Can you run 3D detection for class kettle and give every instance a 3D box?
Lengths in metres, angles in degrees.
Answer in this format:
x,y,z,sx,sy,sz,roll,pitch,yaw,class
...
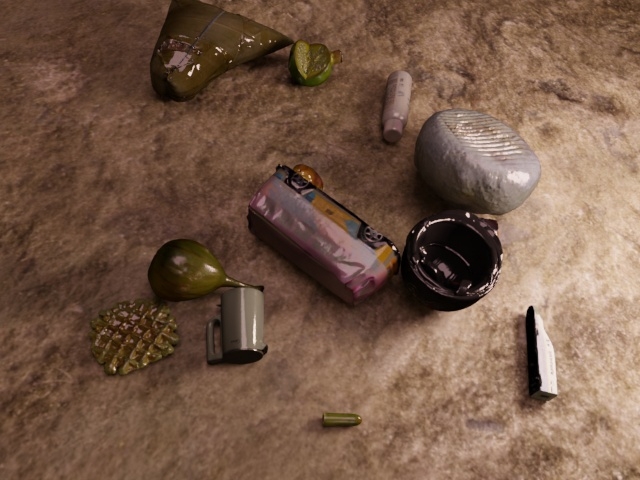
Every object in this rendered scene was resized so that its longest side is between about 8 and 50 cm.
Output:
x,y,z,sx,sy,sz,roll,pitch,yaw,class
-0.183,0.188,1.256,0.127,0.098,0.148,4,58,-15,kettle

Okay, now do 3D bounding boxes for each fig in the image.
x,y,z,sx,sy,sz,roll,pitch,yaw,class
-0.258,0.095,1.293,0.259,0.151,0.151,26,54,-10,fig

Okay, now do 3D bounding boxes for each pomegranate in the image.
x,y,z,sx,sy,sz,roll,pitch,yaw,class
-0.019,-0.545,1.779,0.169,0.122,0.143,-6,61,-14,pomegranate

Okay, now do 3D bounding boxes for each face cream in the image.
x,y,z,sx,sy,sz,roll,pitch,yaw,class
0.233,-0.410,1.761,0.082,0.082,0.269,13,55,-2,face cream

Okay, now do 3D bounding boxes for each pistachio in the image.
x,y,z,sx,sy,sz,roll,pitch,yaw,class
-0.036,-0.170,1.493,0.090,0.173,0.049,29,89,15,pistachio

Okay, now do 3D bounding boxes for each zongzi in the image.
x,y,z,sx,sy,sz,roll,pitch,yaw,class
-0.292,-0.539,1.703,0.393,0.174,0.355,14,58,-8,zongzi

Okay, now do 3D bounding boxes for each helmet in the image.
x,y,z,sx,sy,sz,roll,pitch,yaw,class
0.306,0.063,1.397,0.231,0.160,0.279,38,51,13,helmet

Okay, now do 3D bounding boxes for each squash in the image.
x,y,z,sx,sy,sz,roll,pitch,yaw,class
0.046,0.378,1.209,0.083,0.027,0.027,4,55,-9,squash

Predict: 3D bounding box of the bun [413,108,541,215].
x,y,z,sx,sy,sz,roll,pitch,yaw,class
0.414,-0.209,1.561,0.362,0.211,0.361,10,43,-9,bun

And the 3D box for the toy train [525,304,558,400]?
x,y,z,sx,sy,sz,roll,pitch,yaw,class
0.524,0.261,1.368,0.051,0.052,0.233,15,54,-4,toy train

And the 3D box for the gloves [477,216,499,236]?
x,y,z,sx,sy,sz,roll,pitch,yaw,class
0.397,-0.023,1.515,0.144,0.094,0.110,16,43,25,gloves

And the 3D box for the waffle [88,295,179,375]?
x,y,z,sx,sy,sz,roll,pitch,yaw,class
-0.404,0.200,1.241,0.184,0.036,0.169,-19,60,-23,waffle

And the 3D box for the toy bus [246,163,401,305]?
x,y,z,sx,sy,sz,roll,pitch,yaw,class
0.000,0.000,1.388,0.386,0.171,0.162,36,71,16,toy bus
